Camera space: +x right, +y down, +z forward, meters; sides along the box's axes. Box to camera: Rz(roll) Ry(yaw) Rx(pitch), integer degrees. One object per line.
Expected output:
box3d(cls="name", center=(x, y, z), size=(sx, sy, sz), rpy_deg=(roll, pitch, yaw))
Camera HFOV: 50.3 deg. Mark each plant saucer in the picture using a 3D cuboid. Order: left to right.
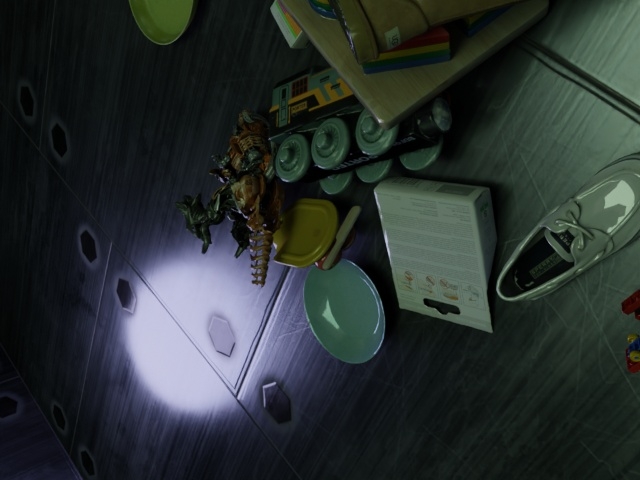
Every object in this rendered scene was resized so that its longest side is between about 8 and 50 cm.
box3d(cls="plant saucer", center=(-0.311, -0.518, 1.368), size=(0.240, 0.037, 0.241), rpy_deg=(16, 113, 41))
box3d(cls="plant saucer", center=(0.049, 0.118, 1.199), size=(0.194, 0.037, 0.195), rpy_deg=(16, 114, 41))

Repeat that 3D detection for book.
box3d(cls="book", center=(-0.024, -0.401, 1.114), size=(0.144, 0.035, 0.096), rpy_deg=(-47, 66, 43))

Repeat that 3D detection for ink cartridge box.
box3d(cls="ink cartridge box", center=(0.183, 0.018, 1.037), size=(0.180, 0.056, 0.225), rpy_deg=(12, 130, 43))

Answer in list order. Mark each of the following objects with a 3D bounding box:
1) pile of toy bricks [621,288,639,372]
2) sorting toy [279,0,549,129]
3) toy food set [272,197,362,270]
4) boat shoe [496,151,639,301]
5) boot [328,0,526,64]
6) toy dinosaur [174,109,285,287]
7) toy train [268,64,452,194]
box3d(cls="pile of toy bricks", center=(0.439, 0.074, 0.748), size=(0.105, 0.118, 0.212), rpy_deg=(25, 136, -7))
box3d(cls="sorting toy", center=(0.105, -0.319, 0.853), size=(0.255, 0.089, 0.257), rpy_deg=(-36, 71, 0))
box3d(cls="toy food set", center=(0.000, 0.000, 1.176), size=(0.217, 0.071, 0.128), rpy_deg=(11, 74, 53))
box3d(cls="boat shoe", center=(0.319, -0.002, 0.848), size=(0.095, 0.084, 0.258), rpy_deg=(51, 133, 22))
box3d(cls="boot", center=(0.130, -0.332, 0.766), size=(0.089, 0.269, 0.236), rpy_deg=(61, -173, -74))
box3d(cls="toy dinosaur", center=(-0.139, -0.077, 1.220), size=(0.218, 0.164, 0.322), rpy_deg=(-35, 34, 40))
box3d(cls="toy train", center=(0.049, -0.187, 1.023), size=(0.333, 0.142, 0.191), rpy_deg=(-12, 73, 46))
